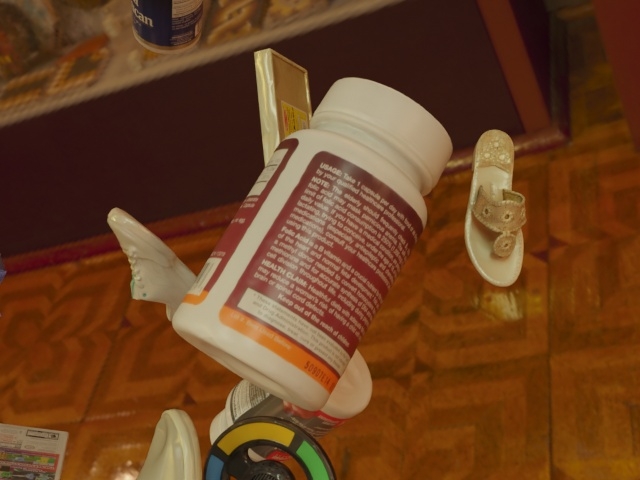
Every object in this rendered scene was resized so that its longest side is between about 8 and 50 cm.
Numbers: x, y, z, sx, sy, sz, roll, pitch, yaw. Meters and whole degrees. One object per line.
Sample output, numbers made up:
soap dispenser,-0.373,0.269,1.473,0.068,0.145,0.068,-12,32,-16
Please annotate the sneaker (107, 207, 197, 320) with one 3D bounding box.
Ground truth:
sneaker,-0.265,0.044,1.441,0.094,0.212,0.080,-44,31,-6

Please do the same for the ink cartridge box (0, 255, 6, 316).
ink cartridge box,-0.600,-0.014,1.446,0.065,0.185,0.311,-52,48,25

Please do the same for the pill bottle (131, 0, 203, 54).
pill bottle,-0.198,-0.332,1.218,0.094,0.169,0.094,5,55,-7

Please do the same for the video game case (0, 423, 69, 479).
video game case,-0.503,0.337,1.466,0.201,0.023,0.183,10,14,-12

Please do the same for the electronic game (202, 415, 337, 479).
electronic game,-0.079,0.386,1.458,0.229,0.229,0.048,-14,-1,21

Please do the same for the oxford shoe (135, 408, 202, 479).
oxford shoe,-0.277,0.469,1.391,0.169,0.130,0.450,22,97,65

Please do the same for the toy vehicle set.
toy vehicle set,-0.062,-0.222,1.829,0.035,0.166,0.267,-10,79,24

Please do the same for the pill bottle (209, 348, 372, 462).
pill bottle,-0.067,0.311,1.766,0.318,0.176,0.176,-40,29,35

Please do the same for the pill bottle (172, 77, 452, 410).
pill bottle,0.000,0.000,1.224,0.224,0.224,0.392,17,70,44

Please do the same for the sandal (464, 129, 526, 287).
sandal,0.259,-0.057,1.375,0.088,0.079,0.240,2,74,-2
